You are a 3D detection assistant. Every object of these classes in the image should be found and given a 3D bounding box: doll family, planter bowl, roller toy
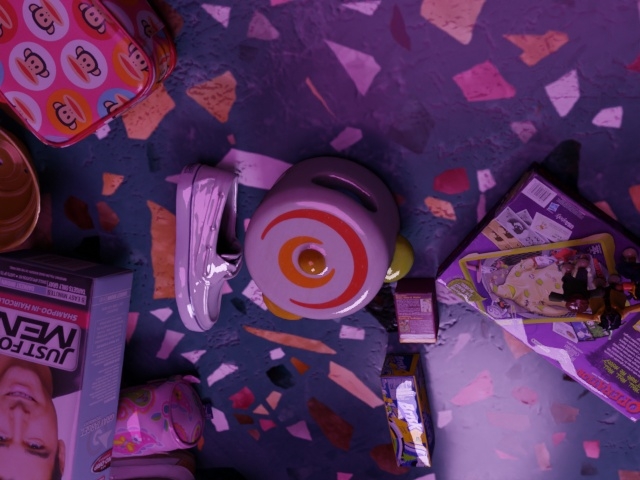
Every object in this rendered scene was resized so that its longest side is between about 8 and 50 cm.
[{"bbox_3d":[0.378,0.066,1.027,0.192,0.111,0.076,-17,112,21],"label":"doll family"},{"bbox_3d":[-0.479,-0.098,1.219,0.217,0.090,0.217,6,119,12],"label":"planter bowl"},{"bbox_3d":[0.000,0.000,1.118,0.209,0.146,0.191,-15,112,21],"label":"roller toy"}]

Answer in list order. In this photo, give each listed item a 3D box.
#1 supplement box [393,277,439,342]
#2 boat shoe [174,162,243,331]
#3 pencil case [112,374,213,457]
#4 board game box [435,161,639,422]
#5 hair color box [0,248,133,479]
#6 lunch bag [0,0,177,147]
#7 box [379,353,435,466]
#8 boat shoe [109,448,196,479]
[{"bbox_3d":[0.135,0.098,1.196,0.054,0.043,0.083,-1,118,15],"label":"supplement box"},{"bbox_3d":[-0.151,0.020,1.197,0.084,0.095,0.258,9,120,14],"label":"boat shoe"},{"bbox_3d":[-0.325,0.289,1.375,0.284,0.124,0.124,-12,114,19],"label":"pencil case"},{"bbox_3d":[0.352,0.075,1.129,0.346,0.056,0.208,36,116,-6],"label":"board game box"},{"bbox_3d":[-0.407,0.215,1.272,0.185,0.113,0.375,10,98,16],"label":"hair color box"},{"bbox_3d":[-0.354,-0.268,1.080,0.258,0.120,0.293,-27,109,25],"label":"lunch bag"},{"bbox_3d":[0.131,0.254,1.270,0.054,0.059,0.169,-4,116,17],"label":"box"},{"bbox_3d":[-0.353,0.403,1.446,0.302,0.103,0.113,1,127,13],"label":"boat shoe"}]
